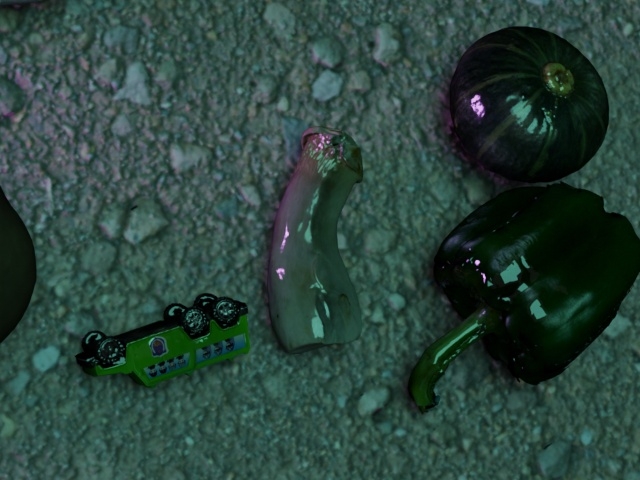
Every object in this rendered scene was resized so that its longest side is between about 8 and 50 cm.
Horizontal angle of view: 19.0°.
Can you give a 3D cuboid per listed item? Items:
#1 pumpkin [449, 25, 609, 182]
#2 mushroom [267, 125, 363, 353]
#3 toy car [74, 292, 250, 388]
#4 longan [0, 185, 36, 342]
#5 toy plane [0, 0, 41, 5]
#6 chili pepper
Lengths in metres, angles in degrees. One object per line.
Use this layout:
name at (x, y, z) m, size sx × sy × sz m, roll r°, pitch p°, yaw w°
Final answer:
pumpkin at (0.206, -0.135, 1.916) m, size 0.167 × 0.125 × 0.167 m, roll 13°, pitch 68°, yaw -33°
mushroom at (-0.004, -0.001, 1.852) m, size 0.092 × 0.081 × 0.223 m, roll 1°, pitch 76°, yaw 2°
toy car at (-0.146, 0.098, 1.795) m, size 0.165 × 0.071 × 0.062 m, roll -18°, pitch 98°, yaw -19°
longan at (-0.368, 0.004, 1.669) m, size 0.248 × 0.248 × 0.248 m, roll 3°, pitch 78°, yaw -16°
toy plane at (-0.353, -0.251, 1.790) m, size 0.255 × 0.101 × 0.251 m, roll 1°, pitch 78°, yaw -20°
chili pepper at (0.189, 0.064, 1.853) m, size 0.261 × 0.165 × 0.174 m, roll -42°, pitch 104°, yaw -18°
